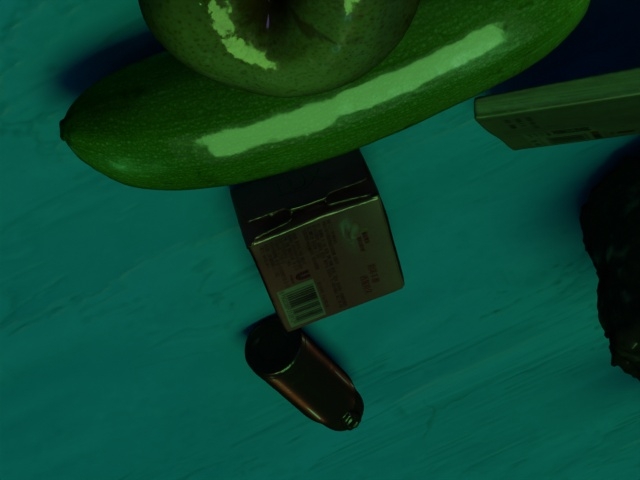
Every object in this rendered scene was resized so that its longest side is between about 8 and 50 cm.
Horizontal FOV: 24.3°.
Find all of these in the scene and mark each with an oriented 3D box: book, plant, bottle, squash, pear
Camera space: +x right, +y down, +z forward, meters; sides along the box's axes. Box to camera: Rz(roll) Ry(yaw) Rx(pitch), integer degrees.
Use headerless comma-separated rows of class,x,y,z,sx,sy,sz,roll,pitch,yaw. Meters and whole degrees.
book,0.261,-0.100,1.049,0.283,0.025,0.215,-8,175,13
plant,0.350,0.072,1.217,0.213,0.312,0.215,-32,141,20
bottle,-0.008,0.126,1.332,0.060,0.060,0.164,-28,145,10
squash,0.023,-0.118,0.980,0.395,0.107,0.107,-21,145,-2
pear,-0.024,-0.163,0.862,0.167,0.136,0.167,0,127,0

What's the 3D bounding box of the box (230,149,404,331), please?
box,0.000,0.000,1.166,0.111,0.060,0.156,-19,148,-2
